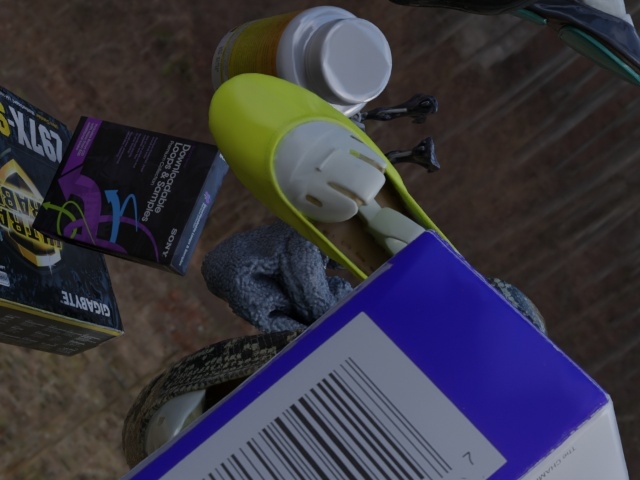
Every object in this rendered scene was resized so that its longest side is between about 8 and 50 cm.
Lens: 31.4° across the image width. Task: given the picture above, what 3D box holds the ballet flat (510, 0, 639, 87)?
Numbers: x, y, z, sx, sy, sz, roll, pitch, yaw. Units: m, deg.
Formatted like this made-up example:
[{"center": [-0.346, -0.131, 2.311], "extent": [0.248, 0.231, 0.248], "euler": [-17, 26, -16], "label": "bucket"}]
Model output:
[{"center": [0.215, -0.206, 0.993], "extent": [0.203, 0.074, 0.074], "euler": [27, -4, -2], "label": "ballet flat"}]

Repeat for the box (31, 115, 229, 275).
[{"center": [-0.167, -0.042, 1.008], "extent": [0.162, 0.116, 0.029], "euler": [14, -15, 27], "label": "box"}]

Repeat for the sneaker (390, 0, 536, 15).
[{"center": [0.091, -0.223, 0.903], "extent": [0.170, 0.051, 0.089], "euler": [5, -20, 22], "label": "sneaker"}]

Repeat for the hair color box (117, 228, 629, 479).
[{"center": [0.046, 0.165, 0.516], "extent": [0.110, 0.185, 0.339], "euler": [46, -9, 38], "label": "hair color box"}]

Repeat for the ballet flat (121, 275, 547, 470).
[{"center": [-0.030, 0.162, 1.029], "extent": [0.164, 0.482, 0.182], "euler": [64, 27, -7], "label": "ballet flat"}]

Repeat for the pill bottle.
[{"center": [-0.019, -0.180, 1.190], "extent": [0.117, 0.117, 0.215], "euler": [53, -22, -22], "label": "pill bottle"}]

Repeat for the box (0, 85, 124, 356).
[{"center": [-0.322, -0.033, 1.110], "extent": [0.322, 0.079, 0.257], "euler": [36, 33, -69], "label": "box"}]

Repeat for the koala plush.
[{"center": [0.000, 0.000, 1.270], "extent": [0.203, 0.221, 0.196], "euler": [30, 6, -14], "label": "koala plush"}]

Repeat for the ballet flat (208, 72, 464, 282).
[{"center": [0.030, -0.015, 0.684], "extent": [0.231, 0.077, 0.077], "euler": [46, -13, -15], "label": "ballet flat"}]

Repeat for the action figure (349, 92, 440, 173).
[{"center": [0.009, -0.116, 1.436], "extent": [0.141, 0.275, 0.164], "euler": [126, -45, -66], "label": "action figure"}]
